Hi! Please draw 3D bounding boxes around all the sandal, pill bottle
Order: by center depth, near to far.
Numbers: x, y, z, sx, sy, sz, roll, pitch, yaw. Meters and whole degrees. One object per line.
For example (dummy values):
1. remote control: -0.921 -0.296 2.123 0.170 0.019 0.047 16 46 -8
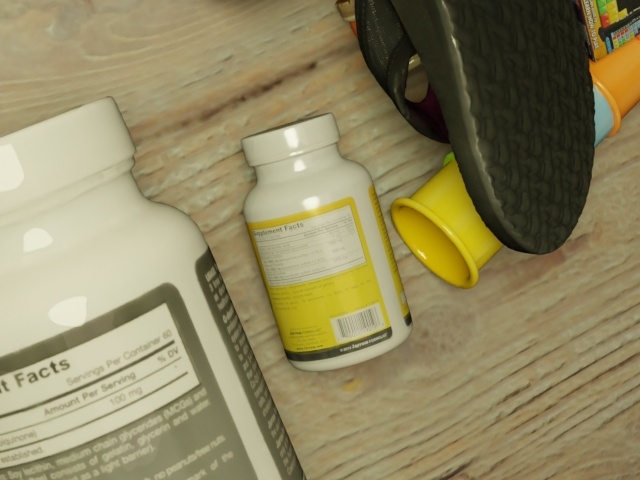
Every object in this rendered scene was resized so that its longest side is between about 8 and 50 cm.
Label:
1. pill bottle: -0.147 0.100 0.803 0.210 0.210 0.363 -25 100 -18
2. sandal: 0.082 -0.192 0.853 0.167 0.107 0.446 -42 116 -34
3. pill bottle: 0.000 0.000 0.911 0.103 0.103 0.184 -19 98 -19

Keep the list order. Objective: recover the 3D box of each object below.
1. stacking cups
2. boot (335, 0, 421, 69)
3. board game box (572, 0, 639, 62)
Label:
1. stacking cups: 0.204 -0.092 0.992 0.316 0.096 0.096 -40 105 -16
2. boot: 0.097 -0.198 0.970 0.158 0.059 0.084 -34 106 -8
3. board game box: 0.245 -0.244 0.924 0.141 0.048 0.170 -32 137 -2
